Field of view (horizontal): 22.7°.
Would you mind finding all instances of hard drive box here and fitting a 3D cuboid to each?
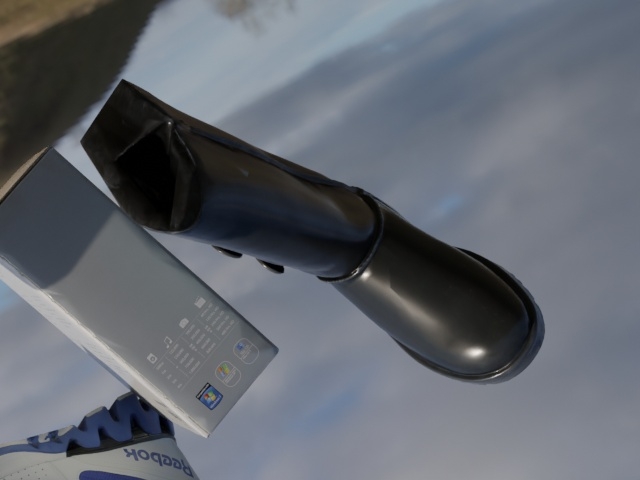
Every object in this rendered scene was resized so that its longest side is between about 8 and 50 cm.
[{"bbox_3d":[-0.164,0.041,1.247,0.089,0.232,0.181,-51,-167,-12],"label":"hard drive box"}]

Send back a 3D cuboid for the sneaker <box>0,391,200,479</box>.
[{"bbox_3d":[-0.191,0.248,1.281,0.315,0.182,0.127,-24,156,-45],"label":"sneaker"}]

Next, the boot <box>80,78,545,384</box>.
[{"bbox_3d":[-0.002,-0.001,1.719,0.367,0.445,0.146,32,-87,39],"label":"boot"}]
